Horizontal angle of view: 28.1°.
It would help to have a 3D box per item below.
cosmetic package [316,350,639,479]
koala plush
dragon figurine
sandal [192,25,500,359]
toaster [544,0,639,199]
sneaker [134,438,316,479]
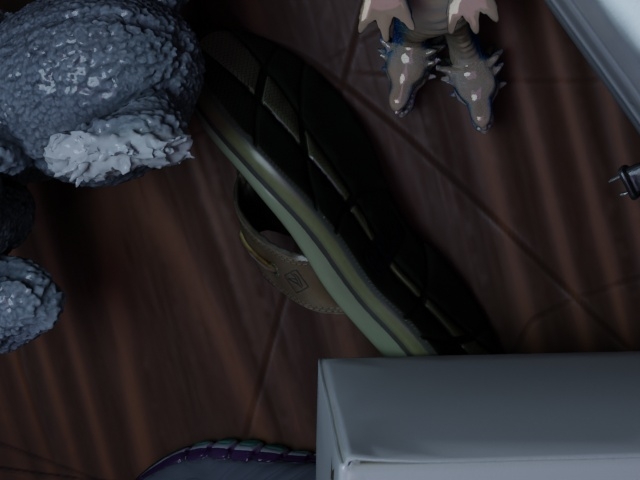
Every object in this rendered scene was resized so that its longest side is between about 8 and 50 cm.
[{"bbox_3d":[0.182,0.171,0.698,0.366,0.155,0.196,1,106,-4],"label":"cosmetic package"},{"bbox_3d":[-0.159,-0.073,0.714,0.221,0.196,0.203,-17,140,28],"label":"koala plush"},{"bbox_3d":[0.056,-0.191,0.707,0.085,0.144,0.289,-7,106,5],"label":"dragon figurine"},{"bbox_3d":[0.000,0.002,0.785,0.086,0.120,0.302,-33,94,32],"label":"sandal"},{"bbox_3d":[0.215,-0.145,0.693,0.227,0.129,0.146,-39,87,20],"label":"toaster"},{"bbox_3d":[-0.039,0.179,0.838,0.224,0.098,0.083,-10,100,15],"label":"sneaker"}]
